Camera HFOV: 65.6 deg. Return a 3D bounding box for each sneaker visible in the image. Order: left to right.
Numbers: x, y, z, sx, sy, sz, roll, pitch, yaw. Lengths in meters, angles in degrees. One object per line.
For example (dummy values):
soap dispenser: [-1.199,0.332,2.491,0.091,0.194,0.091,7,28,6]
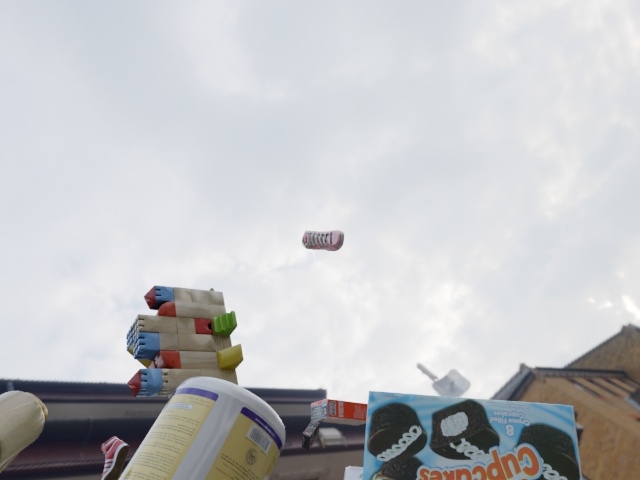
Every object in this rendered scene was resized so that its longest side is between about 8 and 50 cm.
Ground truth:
sneaker: [-0.517,0.543,1.218,0.042,0.067,0.119,36,-103,-54]
sneaker: [0.000,0.000,1.211,0.070,0.134,0.051,7,-98,-29]

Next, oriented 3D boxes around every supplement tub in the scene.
supplement tub: [-0.228,0.440,0.876,0.331,0.240,0.241,-61,-40,-41]

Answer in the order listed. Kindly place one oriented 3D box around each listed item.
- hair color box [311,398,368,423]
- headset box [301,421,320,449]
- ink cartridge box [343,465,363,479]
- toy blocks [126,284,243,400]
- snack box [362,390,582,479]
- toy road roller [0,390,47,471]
hair color box: [0.066,0.503,1.451,0.167,0.093,0.054,16,-122,-30]
headset box: [-0.035,0.670,1.705,0.083,0.032,0.062,-36,-44,-56]
ink cartridge box: [0.170,0.615,1.192,0.203,0.148,0.086,35,-128,-31]
toy blocks: [-0.367,0.262,1.267,0.260,0.382,0.191,11,-46,-33]
snack box: [0.230,0.347,0.782,0.060,0.321,0.187,67,-154,-56]
toy road roller: [-0.732,0.397,0.948,0.240,0.202,0.329,43,-84,-1]
